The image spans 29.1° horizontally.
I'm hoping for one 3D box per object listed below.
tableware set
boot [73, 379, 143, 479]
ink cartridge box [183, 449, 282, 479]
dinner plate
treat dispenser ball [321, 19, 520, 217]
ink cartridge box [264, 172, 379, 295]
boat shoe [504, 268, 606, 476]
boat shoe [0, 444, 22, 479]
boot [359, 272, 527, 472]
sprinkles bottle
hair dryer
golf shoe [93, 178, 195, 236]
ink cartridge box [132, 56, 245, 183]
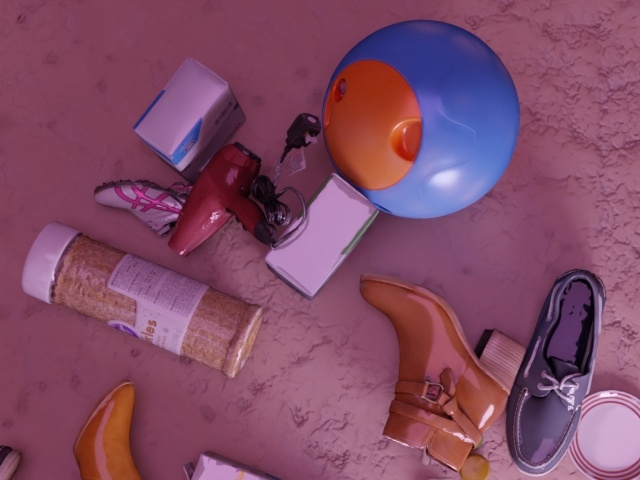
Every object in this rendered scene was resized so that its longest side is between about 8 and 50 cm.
[{"bbox_3d":[0.206,0.361,1.864,0.104,0.024,0.154,-5,81,-2],"label":"tableware set"},{"bbox_3d":[-0.273,0.377,1.815,0.211,0.104,0.295,26,96,24],"label":"boot"},{"bbox_3d":[-0.140,0.375,1.839,0.143,0.092,0.090,20,84,6],"label":"ink cartridge box"},{"bbox_3d":[0.440,0.297,1.863,0.141,0.017,0.141,0,83,3],"label":"dinner plate"},{"bbox_3d":[0.145,-0.176,1.800,0.288,0.288,0.288,0,83,2],"label":"treat dispenser ball"},{"bbox_3d":[0.000,0.000,1.819,0.092,0.219,0.160,38,86,3],"label":"ink cartridge box"},{"bbox_3d":[0.347,0.192,1.833,0.116,0.099,0.319,17,83,14],"label":"boat shoe"},{"bbox_3d":[-0.564,0.412,1.848,0.092,0.103,0.285,40,92,2],"label":"boat shoe"},{"bbox_3d":[0.143,0.194,1.843,0.283,0.109,0.220,31,81,-1],"label":"boot"},{"bbox_3d":[-0.268,0.088,1.866,0.355,0.121,0.121,22,84,5],"label":"sprinkles bottle"},{"bbox_3d":[-0.125,-0.060,1.797,0.080,0.293,0.224,36,44,-26],"label":"hair dryer"},{"bbox_3d":[-0.261,-0.051,1.911,0.186,0.067,0.086,5,85,2],"label":"golf shoe"},{"bbox_3d":[-0.194,-0.177,1.862,0.082,0.191,0.139,37,85,8],"label":"ink cartridge box"}]
